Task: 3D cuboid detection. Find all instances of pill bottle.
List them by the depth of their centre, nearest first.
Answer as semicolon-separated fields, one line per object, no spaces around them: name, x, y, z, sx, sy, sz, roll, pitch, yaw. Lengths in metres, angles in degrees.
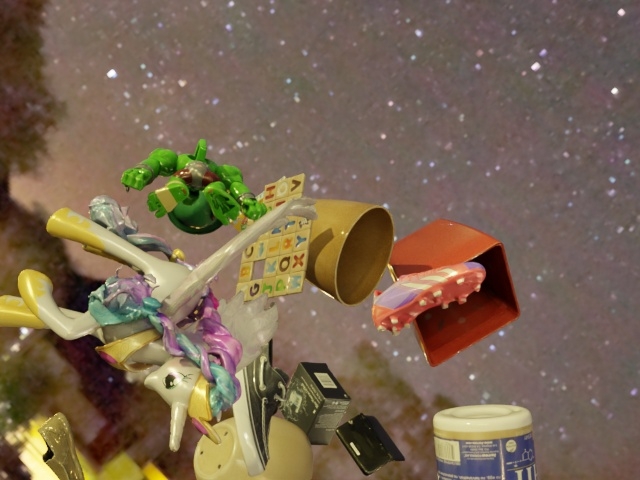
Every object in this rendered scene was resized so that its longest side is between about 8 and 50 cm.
pill bottle;0.188;0.285;0.975;0.112;0.112;0.187;170;-84;-69

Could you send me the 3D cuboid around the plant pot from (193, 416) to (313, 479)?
plant pot;-0.186;0.526;2.051;0.191;0.284;0.284;39;-10;-38

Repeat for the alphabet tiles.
alphabet tiles;-0.083;-0.005;1.635;0.009;0.237;0.198;22;-23;-37

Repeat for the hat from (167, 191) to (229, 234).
hat;-0.310;-0.063;2.237;0.183;0.173;0.208;-103;-153;-59

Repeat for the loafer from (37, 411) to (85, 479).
loafer;-0.403;0.341;1.350;0.056;0.050;0.148;-1;-77;60

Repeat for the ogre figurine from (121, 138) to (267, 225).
ogre figurine;-0.177;-0.084;1.250;0.118;0.197;0.097;-98;-174;-58

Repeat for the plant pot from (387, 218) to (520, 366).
plant pot;0.303;0.101;2.178;0.236;0.267;0.267;52;-12;50

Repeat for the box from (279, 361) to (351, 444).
box;-0.017;0.431;2.303;0.093;0.158;0.156;9;26;-35

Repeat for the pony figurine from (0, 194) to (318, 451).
pony figurine;-0.196;0.079;1.141;0.363;0.351;0.303;28;-46;18

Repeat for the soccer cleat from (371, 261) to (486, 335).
soccer cleat;0.184;0.084;1.553;0.083;0.095;0.248;19;-40;-38

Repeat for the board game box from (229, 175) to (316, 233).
board game box;-0.100;-0.053;1.838;0.103;0.154;0.026;45;21;-24

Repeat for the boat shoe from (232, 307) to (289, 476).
boat shoe;-0.103;0.256;1.520;0.108;0.102;0.301;89;-7;-57

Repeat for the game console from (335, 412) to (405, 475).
game console;0.106;0.435;1.849;0.122;0.107;0.071;52;-19;30

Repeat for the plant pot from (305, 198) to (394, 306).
plant pot;0.000;0.000;1.998;0.254;0.237;0.237;19;-29;30
